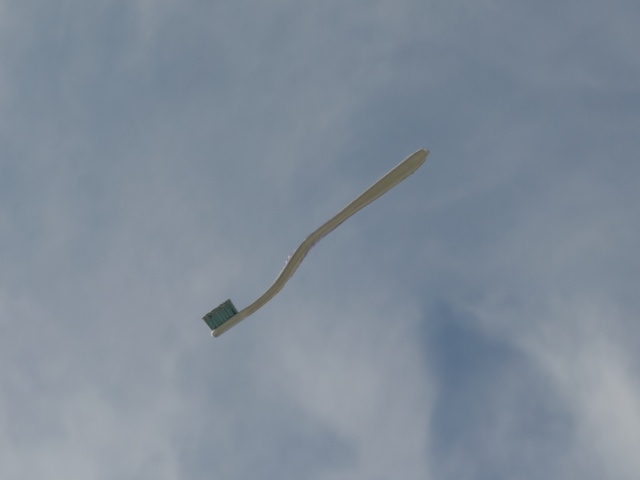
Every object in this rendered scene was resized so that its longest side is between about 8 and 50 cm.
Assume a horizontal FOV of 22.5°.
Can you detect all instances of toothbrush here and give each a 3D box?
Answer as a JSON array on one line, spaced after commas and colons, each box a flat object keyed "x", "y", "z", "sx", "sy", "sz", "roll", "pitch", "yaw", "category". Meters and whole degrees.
[{"x": 0.000, "y": 0.000, "z": 0.732, "sx": 0.131, "sy": 0.011, "sz": 0.013, "roll": -39, "pitch": -94, "yaw": -9, "category": "toothbrush"}]
